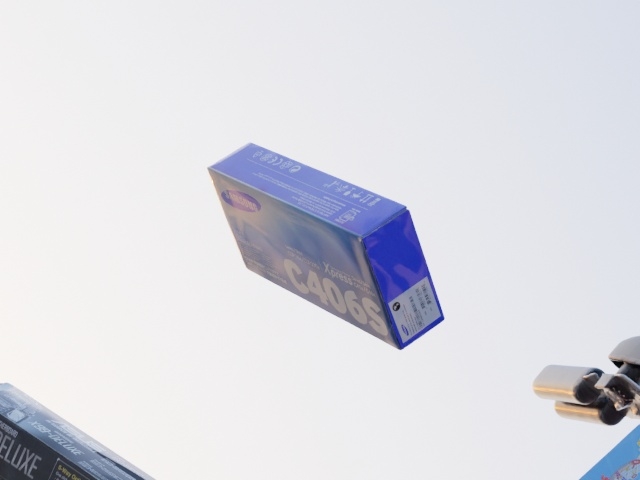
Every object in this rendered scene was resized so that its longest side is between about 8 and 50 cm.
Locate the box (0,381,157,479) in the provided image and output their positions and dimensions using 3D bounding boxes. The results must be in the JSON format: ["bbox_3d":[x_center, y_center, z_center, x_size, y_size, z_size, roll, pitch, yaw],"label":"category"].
[{"bbox_3d":[-0.224,0.297,1.322,0.307,0.076,0.243,28,-80,25],"label":"box"}]

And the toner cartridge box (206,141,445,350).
[{"bbox_3d":[0.000,0.000,1.909,0.348,0.075,0.165,25,-39,52],"label":"toner cartridge box"}]

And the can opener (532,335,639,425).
[{"bbox_3d":[0.332,0.160,1.774,0.076,0.095,0.283,42,-10,-7],"label":"can opener"}]

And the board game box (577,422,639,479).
[{"bbox_3d":[0.274,0.360,1.584,0.086,0.308,0.302,38,-26,32],"label":"board game box"}]
